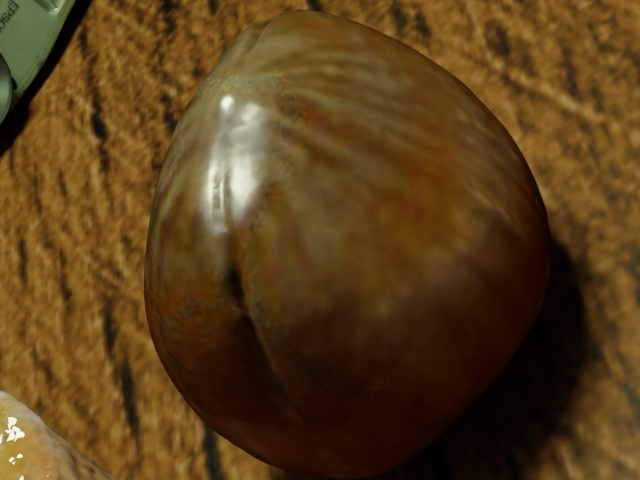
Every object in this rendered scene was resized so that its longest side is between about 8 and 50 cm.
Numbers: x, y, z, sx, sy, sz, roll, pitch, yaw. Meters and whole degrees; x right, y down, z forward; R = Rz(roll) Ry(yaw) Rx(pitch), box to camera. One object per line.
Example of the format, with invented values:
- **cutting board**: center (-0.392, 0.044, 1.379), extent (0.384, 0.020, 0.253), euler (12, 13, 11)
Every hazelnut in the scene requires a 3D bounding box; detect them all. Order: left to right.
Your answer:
- **hazelnut**: center (0.000, 0.000, 0.631), extent (0.150, 0.150, 0.150), euler (-26, 39, 23)

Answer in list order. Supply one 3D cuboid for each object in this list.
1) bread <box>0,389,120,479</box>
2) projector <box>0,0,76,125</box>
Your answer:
- **bread**: center (-0.120, 0.155, 0.606), extent (0.190, 0.123, 0.244), euler (-31, 36, 19)
- **projector**: center (-0.244, -0.093, 1.012), extent (0.193, 0.088, 0.269), euler (13, 62, 53)
